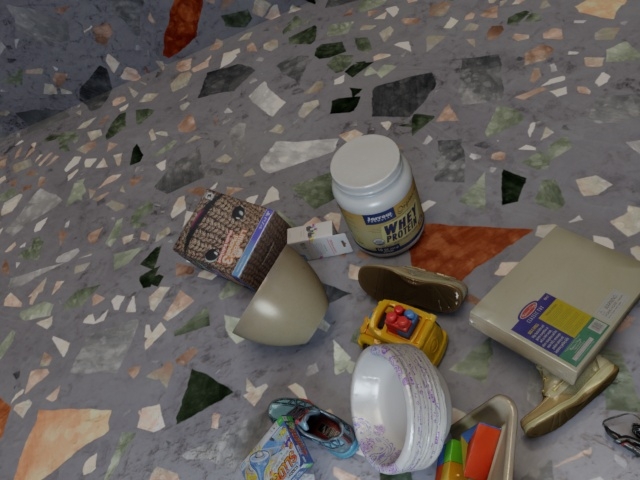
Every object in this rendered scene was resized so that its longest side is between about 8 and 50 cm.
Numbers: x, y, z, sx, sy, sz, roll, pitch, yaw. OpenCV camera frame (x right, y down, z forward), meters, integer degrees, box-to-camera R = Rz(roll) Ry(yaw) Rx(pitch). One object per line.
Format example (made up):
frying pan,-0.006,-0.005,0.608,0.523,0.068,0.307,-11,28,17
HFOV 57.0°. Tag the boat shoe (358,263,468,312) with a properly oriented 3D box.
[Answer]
boat shoe,0.251,0.121,1.621,0.302,0.109,0.098,9,20,27

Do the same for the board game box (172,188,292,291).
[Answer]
board game box,-0.275,-0.002,1.857,0.290,0.141,0.232,18,75,31

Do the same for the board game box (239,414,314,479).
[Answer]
board game box,-0.109,0.539,1.420,0.201,0.035,0.136,-54,46,21

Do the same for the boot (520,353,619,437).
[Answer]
boot,0.519,0.310,1.366,0.262,0.095,0.203,-35,51,-8

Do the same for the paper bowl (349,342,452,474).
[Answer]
paper bowl,0.191,0.377,1.351,0.148,0.284,0.284,1,46,-23

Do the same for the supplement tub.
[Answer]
supplement tub,0.163,-0.124,1.684,0.228,0.316,0.228,-11,52,14

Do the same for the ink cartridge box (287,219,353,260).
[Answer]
ink cartridge box,0.000,0.000,1.796,0.181,0.104,0.062,-10,53,14

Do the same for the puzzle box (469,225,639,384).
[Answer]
puzzle box,0.587,0.136,1.425,0.409,0.052,0.272,-36,49,-29

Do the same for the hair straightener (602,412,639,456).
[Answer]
hair straightener,0.713,0.436,1.238,0.230,0.047,0.089,27,68,39

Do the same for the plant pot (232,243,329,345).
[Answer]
plant pot,-0.088,0.179,1.624,0.190,0.284,0.284,31,66,-3

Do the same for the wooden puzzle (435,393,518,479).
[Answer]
wooden puzzle,0.287,0.509,1.170,0.080,0.322,0.348,13,59,-2

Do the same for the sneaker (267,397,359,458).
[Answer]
sneaker,-0.027,0.442,1.466,0.261,0.125,0.104,12,60,28

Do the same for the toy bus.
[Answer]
toy bus,0.190,0.222,1.489,0.220,0.211,0.149,18,65,33
